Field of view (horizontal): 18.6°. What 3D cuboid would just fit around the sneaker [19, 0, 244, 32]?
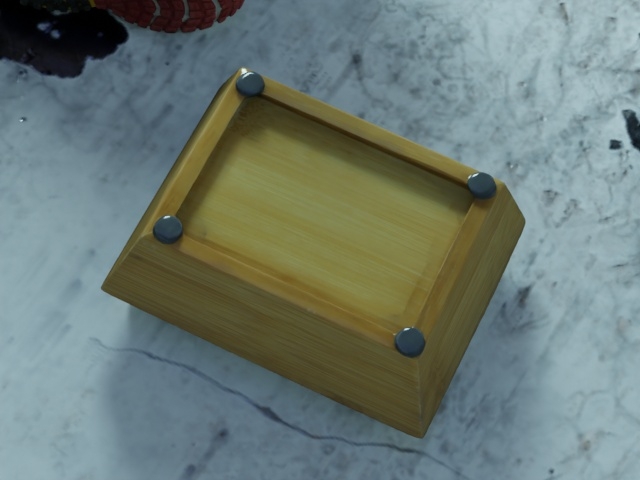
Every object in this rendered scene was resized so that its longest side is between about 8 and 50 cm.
[{"bbox_3d":[-0.172,-0.252,1.739,0.225,0.088,0.092,12,58,1],"label":"sneaker"}]

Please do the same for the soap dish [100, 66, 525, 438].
[{"bbox_3d":[0.000,0.000,1.593,0.291,0.118,0.229,25,61,7],"label":"soap dish"}]
